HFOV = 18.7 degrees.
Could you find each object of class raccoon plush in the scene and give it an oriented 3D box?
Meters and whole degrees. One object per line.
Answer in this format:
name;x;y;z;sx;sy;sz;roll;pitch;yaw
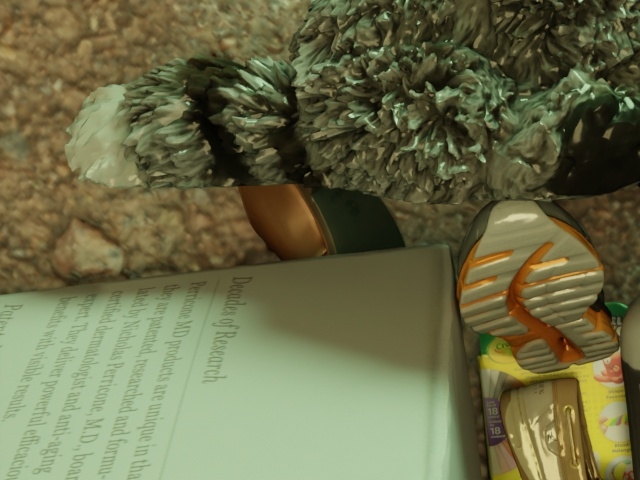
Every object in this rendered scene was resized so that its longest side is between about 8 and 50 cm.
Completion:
raccoon plush;0.046;-0.176;1.049;0.446;0.216;0.299;-2;97;13

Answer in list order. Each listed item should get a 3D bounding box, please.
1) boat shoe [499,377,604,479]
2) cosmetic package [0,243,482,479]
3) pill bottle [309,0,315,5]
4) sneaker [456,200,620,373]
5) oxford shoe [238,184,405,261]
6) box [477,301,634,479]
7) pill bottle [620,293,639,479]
boat shoe;0.165;0.165;1.200;0.059;0.063;0.170;-21;93;14
cosmetic package;-0.098;0.228;1.108;0.393;0.327;0.329;-7;111;6
pill bottle;0.070;-0.194;1.198;0.094;0.094;0.169;37;98;1
sneaker;0.122;0.012;1.135;0.084;0.215;0.083;-12;68;9
oxford shoe;0.000;0.000;1.249;0.076;0.076;0.212;-20;97;37
box;0.158;0.130;1.250;0.105;0.043;0.179;-6;97;7
pill bottle;0.270;0.111;1.154;0.176;0.176;0.319;-6;102;6
